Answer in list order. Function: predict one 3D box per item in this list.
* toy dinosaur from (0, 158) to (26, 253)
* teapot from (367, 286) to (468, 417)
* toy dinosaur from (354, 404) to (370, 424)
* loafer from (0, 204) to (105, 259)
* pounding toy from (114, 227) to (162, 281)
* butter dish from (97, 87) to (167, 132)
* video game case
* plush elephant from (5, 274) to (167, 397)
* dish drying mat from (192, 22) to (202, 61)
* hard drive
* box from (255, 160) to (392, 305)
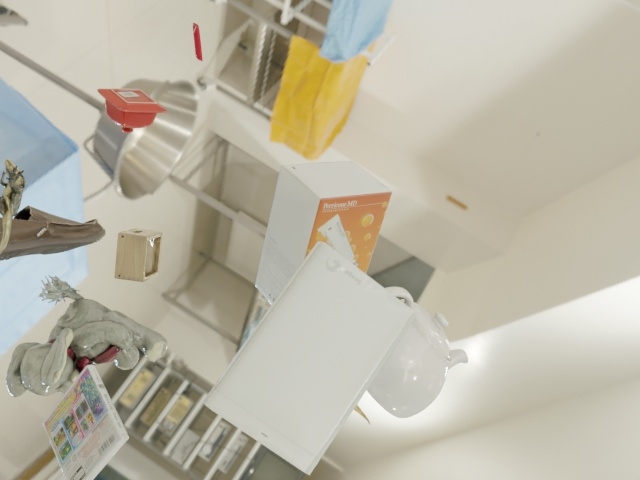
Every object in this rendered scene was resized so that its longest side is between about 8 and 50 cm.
[{"bbox_3d":[-0.667,-0.083,1.348,0.118,0.064,0.268,118,-26,-54],"label":"toy dinosaur"},{"bbox_3d":[0.163,0.202,1.234,0.187,0.252,0.256,-39,177,10],"label":"teapot"},{"bbox_3d":[0.060,0.367,1.534,0.053,0.183,0.092,-14,-139,43],"label":"toy dinosaur"},{"bbox_3d":[-0.719,-0.032,1.637,0.134,0.130,0.366,-13,179,33],"label":"loafer"},{"bbox_3d":[-0.451,0.040,1.550,0.141,0.100,0.130,-54,152,-82],"label":"pounding toy"},{"bbox_3d":[-0.566,-0.376,1.887,0.160,0.160,0.118,-12,132,-46],"label":"butter dish"},{"bbox_3d":[-0.382,0.305,1.025,0.157,0.143,0.019,-49,151,21],"label":"video game case"},{"bbox_3d":[-0.566,0.272,1.466,0.272,0.330,0.255,-17,-142,47],"label":"plush elephant"},{"bbox_3d":[-0.290,-0.467,1.497,0.008,0.032,0.083,-20,130,-28],"label":"dish drying mat"},{"bbox_3d":[-0.011,0.184,1.008,0.307,0.203,0.040,-54,-169,-9],"label":"hard drive"},{"bbox_3d":[0.000,0.000,1.533,0.215,0.168,0.345,-9,127,-35],"label":"box"}]
